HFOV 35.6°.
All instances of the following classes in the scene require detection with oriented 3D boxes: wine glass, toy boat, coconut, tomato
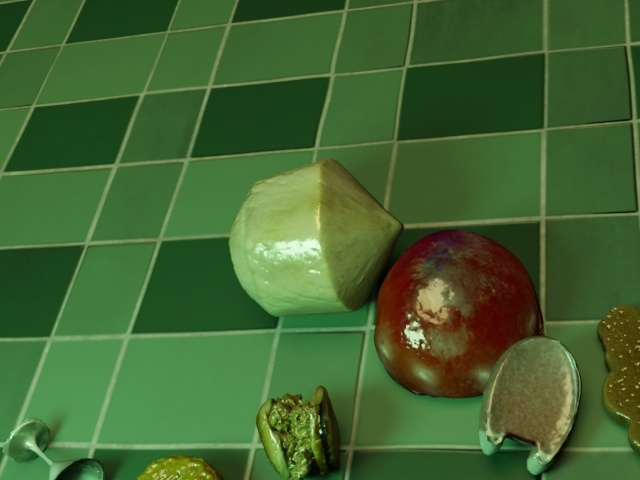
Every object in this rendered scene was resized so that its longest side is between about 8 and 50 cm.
[{"bbox_3d":[-0.484,0.399,1.793,0.183,0.122,0.122,28,64,38],"label":"wine glass"},{"bbox_3d":[0.343,0.264,1.639,0.155,0.085,0.227,21,68,5],"label":"toy boat"},{"bbox_3d":[0.000,0.000,1.870,0.329,0.328,0.328,-10,47,11],"label":"coconut"},{"bbox_3d":[0.244,0.104,1.761,0.290,0.176,0.335,20,57,29],"label":"tomato"}]

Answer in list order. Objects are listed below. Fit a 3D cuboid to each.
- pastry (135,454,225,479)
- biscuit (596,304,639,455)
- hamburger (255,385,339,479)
[{"bbox_3d":[-0.238,0.452,1.664,0.189,0.103,0.188,-10,48,11],"label":"pastry"},{"bbox_3d":[0.545,0.234,1.627,0.184,0.047,0.319,-22,46,-4],"label":"biscuit"},{"bbox_3d":[-0.036,0.334,1.664,0.131,0.159,0.185,-12,27,3],"label":"hamburger"}]
